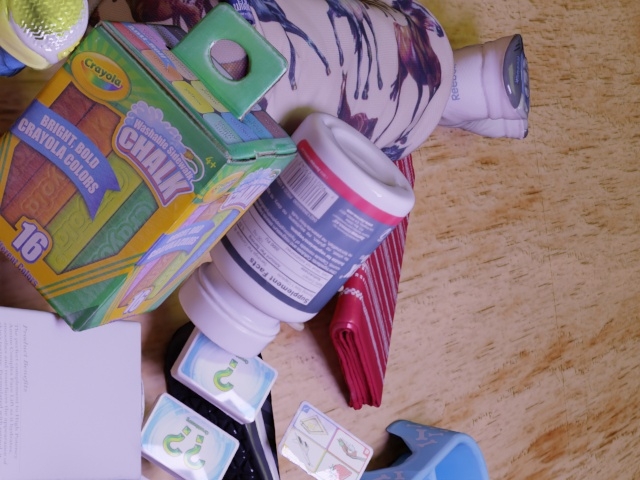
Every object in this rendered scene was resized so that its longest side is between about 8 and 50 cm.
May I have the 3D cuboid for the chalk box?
[{"bbox_3d":[-0.115,-0.062,1.241,0.132,0.213,0.132,45,17,11],"label":"chalk box"}]

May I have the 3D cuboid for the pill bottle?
[{"bbox_3d":[-0.023,0.000,1.415,0.108,0.180,0.108,38,17,-14],"label":"pill bottle"}]

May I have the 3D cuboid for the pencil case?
[{"bbox_3d":[-0.032,-0.149,1.526,0.410,0.159,0.184,-6,98,-63],"label":"pencil case"}]

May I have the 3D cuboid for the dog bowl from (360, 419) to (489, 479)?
[{"bbox_3d":[0.089,0.280,1.801,0.297,0.074,0.166,-32,115,-61],"label":"dog bowl"}]

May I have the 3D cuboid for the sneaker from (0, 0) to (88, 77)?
[{"bbox_3d":[-0.256,-0.197,1.184,0.091,0.126,0.240,-40,95,-34],"label":"sneaker"}]

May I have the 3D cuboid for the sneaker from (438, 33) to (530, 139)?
[{"bbox_3d":[0.161,-0.166,1.982,0.297,0.129,0.111,27,59,-81],"label":"sneaker"}]

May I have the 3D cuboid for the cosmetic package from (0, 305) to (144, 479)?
[{"bbox_3d":[-0.211,0.104,1.218,0.231,0.085,0.117,16,72,-64],"label":"cosmetic package"}]

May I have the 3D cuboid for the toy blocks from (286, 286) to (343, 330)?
[{"bbox_3d":[0.000,0.000,1.588,0.054,0.148,0.123,49,8,32],"label":"toy blocks"}]

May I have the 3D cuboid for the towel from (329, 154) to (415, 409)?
[{"bbox_3d":[0.051,0.005,1.757,0.199,0.031,0.275,75,22,-61],"label":"towel"}]

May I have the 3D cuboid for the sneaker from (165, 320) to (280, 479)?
[{"bbox_3d":[-0.059,0.164,1.509,0.097,0.084,0.235,-22,106,-64],"label":"sneaker"}]

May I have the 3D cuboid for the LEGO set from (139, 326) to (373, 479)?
[{"bbox_3d":[-0.033,0.201,1.422,0.244,0.060,0.182,37,65,-18],"label":"LEGO set"}]
